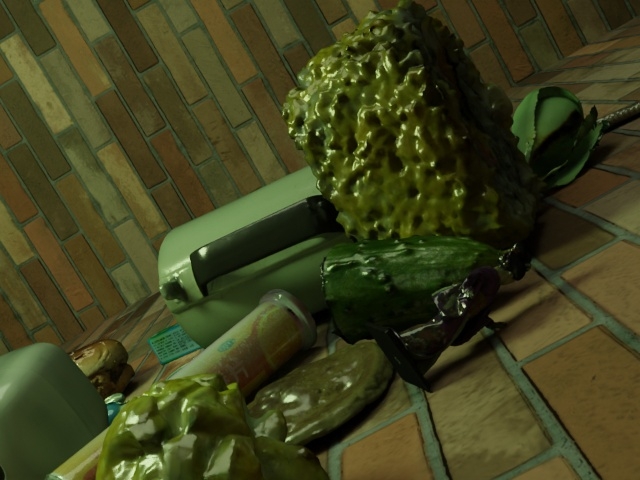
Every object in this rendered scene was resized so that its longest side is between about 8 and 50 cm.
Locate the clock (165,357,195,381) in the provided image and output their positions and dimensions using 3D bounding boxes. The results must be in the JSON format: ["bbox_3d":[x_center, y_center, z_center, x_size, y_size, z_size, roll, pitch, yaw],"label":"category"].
[{"bbox_3d":[-0.218,0.233,1.467,0.101,0.041,0.135,-27,9,21],"label":"clock"}]

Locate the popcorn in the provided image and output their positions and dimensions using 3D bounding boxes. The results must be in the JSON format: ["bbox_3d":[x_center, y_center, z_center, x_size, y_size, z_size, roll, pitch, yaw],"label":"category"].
[{"bbox_3d":[-0.089,0.214,0.747,0.212,0.198,0.198,-5,5,-9],"label":"popcorn"}]

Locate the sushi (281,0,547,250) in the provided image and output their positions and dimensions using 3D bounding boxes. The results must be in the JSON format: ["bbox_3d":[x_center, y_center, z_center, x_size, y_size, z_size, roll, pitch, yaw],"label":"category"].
[{"bbox_3d":[0.145,-0.144,1.275,0.240,0.397,0.351,-31,-1,27],"label":"sushi"}]

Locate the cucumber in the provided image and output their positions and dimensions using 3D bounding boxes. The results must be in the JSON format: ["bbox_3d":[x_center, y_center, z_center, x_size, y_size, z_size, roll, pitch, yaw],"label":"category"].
[{"bbox_3d":[0.129,0.046,1.072,0.244,0.134,0.134,-13,14,22],"label":"cucumber"}]

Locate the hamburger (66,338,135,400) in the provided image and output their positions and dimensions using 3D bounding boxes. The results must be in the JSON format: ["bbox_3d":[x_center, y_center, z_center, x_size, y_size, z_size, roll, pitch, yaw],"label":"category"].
[{"bbox_3d":[-0.516,0.303,1.784,0.286,0.146,0.243,-30,1,14],"label":"hamburger"}]

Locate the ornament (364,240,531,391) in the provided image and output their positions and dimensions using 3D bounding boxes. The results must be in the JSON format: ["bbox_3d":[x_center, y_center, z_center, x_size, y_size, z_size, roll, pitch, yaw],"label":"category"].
[{"bbox_3d":[0.160,0.080,0.945,0.203,0.081,0.088,-30,9,-15],"label":"ornament"}]

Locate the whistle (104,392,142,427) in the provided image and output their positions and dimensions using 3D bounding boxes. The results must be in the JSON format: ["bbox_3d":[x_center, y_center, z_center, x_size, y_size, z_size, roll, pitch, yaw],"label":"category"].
[{"bbox_3d":[-0.358,0.308,1.416,0.235,0.077,0.114,-23,39,9],"label":"whistle"}]

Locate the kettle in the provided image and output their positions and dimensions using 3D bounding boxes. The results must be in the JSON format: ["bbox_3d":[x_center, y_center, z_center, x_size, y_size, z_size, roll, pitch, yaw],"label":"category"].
[{"bbox_3d":[-0.080,0.018,1.414,0.376,0.250,0.361,-25,-13,28],"label":"kettle"}]

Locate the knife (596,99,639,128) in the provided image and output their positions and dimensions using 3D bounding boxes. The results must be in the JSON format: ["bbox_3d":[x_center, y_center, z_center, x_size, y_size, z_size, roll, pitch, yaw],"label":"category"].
[{"bbox_3d":[0.504,-0.215,1.644,0.365,0.043,0.089,-25,10,28],"label":"knife"}]

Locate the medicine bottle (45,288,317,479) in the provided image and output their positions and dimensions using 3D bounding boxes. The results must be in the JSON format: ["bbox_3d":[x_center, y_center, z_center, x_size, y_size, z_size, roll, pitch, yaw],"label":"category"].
[{"bbox_3d":[-0.175,0.224,1.186,0.426,0.108,0.108,-39,12,-38],"label":"medicine bottle"}]

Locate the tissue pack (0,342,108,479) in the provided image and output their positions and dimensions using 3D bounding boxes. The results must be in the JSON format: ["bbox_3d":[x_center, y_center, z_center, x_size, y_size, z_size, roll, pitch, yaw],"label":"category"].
[{"bbox_3d":[-0.493,0.318,1.259,0.333,0.229,0.236,-29,17,11],"label":"tissue pack"}]

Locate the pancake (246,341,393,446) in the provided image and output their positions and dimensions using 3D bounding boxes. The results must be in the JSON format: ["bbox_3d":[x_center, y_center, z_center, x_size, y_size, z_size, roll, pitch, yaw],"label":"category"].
[{"bbox_3d":[-0.022,0.189,1.015,0.242,0.050,0.242,-30,9,5],"label":"pancake"}]

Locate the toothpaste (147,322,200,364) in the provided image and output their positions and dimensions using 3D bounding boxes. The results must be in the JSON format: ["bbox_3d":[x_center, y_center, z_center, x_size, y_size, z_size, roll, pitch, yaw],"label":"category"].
[{"bbox_3d":[-0.242,0.181,1.789,0.266,0.065,0.050,-26,9,29],"label":"toothpaste"}]

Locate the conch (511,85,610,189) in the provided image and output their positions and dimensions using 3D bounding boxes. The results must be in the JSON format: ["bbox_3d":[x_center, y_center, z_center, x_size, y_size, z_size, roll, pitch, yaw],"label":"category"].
[{"bbox_3d":[0.408,-0.174,1.474,0.250,0.143,0.137,-86,13,-65],"label":"conch"}]
